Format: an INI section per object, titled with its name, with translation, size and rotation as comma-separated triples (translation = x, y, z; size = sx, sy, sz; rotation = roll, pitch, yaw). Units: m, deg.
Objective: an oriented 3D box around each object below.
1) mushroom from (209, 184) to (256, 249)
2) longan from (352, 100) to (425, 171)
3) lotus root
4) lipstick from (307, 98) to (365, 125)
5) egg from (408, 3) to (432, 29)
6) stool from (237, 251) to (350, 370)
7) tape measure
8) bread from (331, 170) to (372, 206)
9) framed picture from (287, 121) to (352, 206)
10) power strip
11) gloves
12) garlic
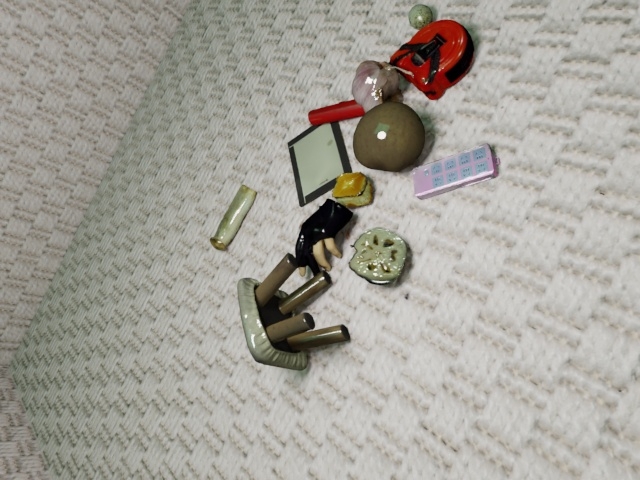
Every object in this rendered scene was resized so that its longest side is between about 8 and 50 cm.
[mushroom]
translation = -0.384, -0.097, 2.004
size = 0.100, 0.081, 0.312
rotation = 27, 87, 38
[longan]
translation = 0.225, -0.338, 1.520
size = 0.248, 0.248, 0.248
rotation = -15, 65, 34
[lotus root]
translation = 0.195, 0.061, 1.487
size = 0.183, 0.078, 0.204
rotation = -48, 57, -4
[lipstick]
translation = 0.081, -0.507, 1.780
size = 0.280, 0.073, 0.073
rotation = -3, 71, 31
[egg]
translation = 0.368, -0.828, 1.679
size = 0.085, 0.085, 0.110
rotation = -45, 48, 16
[stool]
translation = -0.088, 0.241, 1.493
size = 0.226, 0.310, 0.310
rotation = -31, 58, 21
[tape measure]
translation = 0.391, -0.636, 1.568
size = 0.260, 0.114, 0.253
rotation = -44, 52, 17
[bread]
translation = 0.117, -0.186, 1.626
size = 0.140, 0.069, 0.127
rotation = -4, 57, 28
[framed picture]
translation = -0.011, -0.332, 1.837
size = 0.265, 0.016, 0.346
rotation = -29, 57, 27
[power strip]
translation = 0.419, -0.215, 1.436
size = 0.279, 0.038, 0.109
rotation = -16, 64, 33
[gloves]
translation = -0.004, -0.007, 1.636
size = 0.197, 0.153, 0.300
rotation = -149, 72, -66
[garlic]
translation = 0.245, -0.544, 1.601
size = 0.257, 0.207, 0.206
rotation = -1, 73, 38
